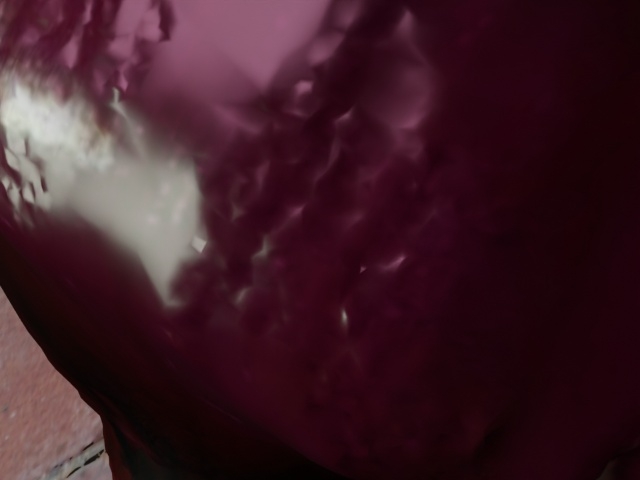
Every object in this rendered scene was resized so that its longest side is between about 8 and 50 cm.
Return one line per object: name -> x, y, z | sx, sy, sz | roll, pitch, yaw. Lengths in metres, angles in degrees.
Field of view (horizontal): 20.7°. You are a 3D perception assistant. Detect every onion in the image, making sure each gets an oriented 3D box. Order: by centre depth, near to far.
onion -> 0.000, 0.000, 0.655 | 0.420, 0.398, 0.398 | -55, 38, 15
